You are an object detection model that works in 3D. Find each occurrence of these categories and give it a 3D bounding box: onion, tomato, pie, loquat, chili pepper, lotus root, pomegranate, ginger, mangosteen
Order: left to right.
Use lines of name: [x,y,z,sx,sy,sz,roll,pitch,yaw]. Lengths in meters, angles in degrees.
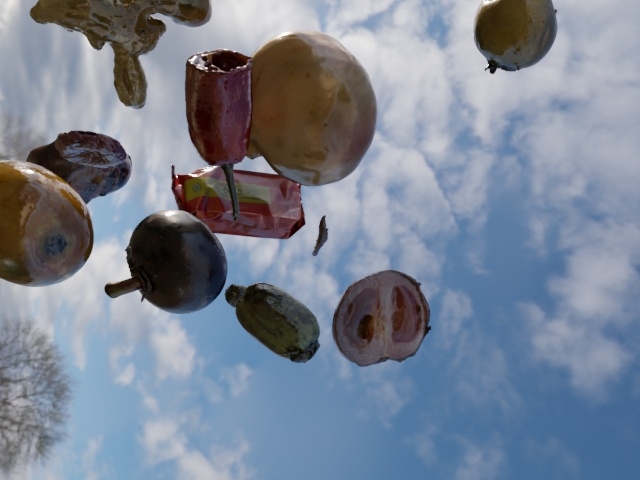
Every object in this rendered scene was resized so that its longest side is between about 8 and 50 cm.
onion: [-0.654,-0.179,1.583,0.272,0.272,0.195,4,-84,55]
pie: [-0.476,-0.188,1.202,0.153,0.153,0.038,-12,-109,55]
ginger: [-0.453,-0.534,1.390,0.363,0.348,0.122,-43,-122,8]
mangosteen: [-0.337,0.060,1.250,0.235,0.261,0.235,27,-48,35]
chili pepper: [-0.211,-0.225,1.233,0.131,0.134,0.338,16,-51,19]
lotus root: [-0.135,0.220,1.654,0.309,0.173,0.173,40,-44,-4]
pomegranate: [-0.047,-0.332,1.532,0.411,0.411,0.411,2,-87,55]
pie: [-0.001,0.001,1.580,0.191,0.033,0.088,100,11,-74]
tomato: [0.113,0.155,1.223,0.112,0.228,0.199,11,-82,63]
loquat: [0.370,-0.418,1.096,0.149,0.172,0.204,13,-75,33]

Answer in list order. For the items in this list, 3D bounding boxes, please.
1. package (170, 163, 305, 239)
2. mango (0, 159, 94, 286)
package: [-0.257,-0.122,1.811,0.123,0.423,0.196,120,-33,-48]
mango: [-0.475,-0.029,0.928,0.173,0.211,0.317,-54,-149,-15]
